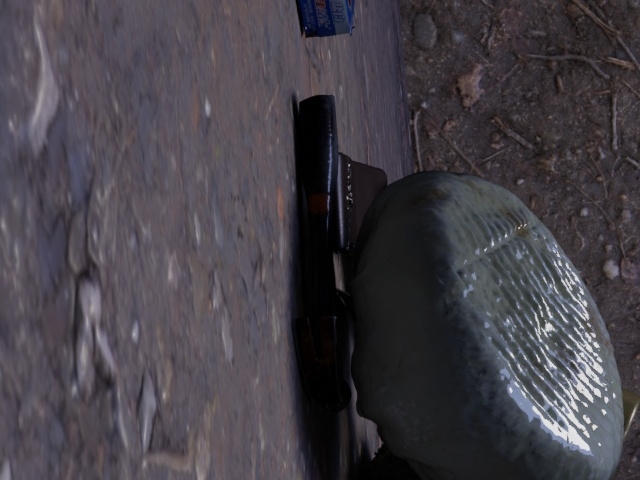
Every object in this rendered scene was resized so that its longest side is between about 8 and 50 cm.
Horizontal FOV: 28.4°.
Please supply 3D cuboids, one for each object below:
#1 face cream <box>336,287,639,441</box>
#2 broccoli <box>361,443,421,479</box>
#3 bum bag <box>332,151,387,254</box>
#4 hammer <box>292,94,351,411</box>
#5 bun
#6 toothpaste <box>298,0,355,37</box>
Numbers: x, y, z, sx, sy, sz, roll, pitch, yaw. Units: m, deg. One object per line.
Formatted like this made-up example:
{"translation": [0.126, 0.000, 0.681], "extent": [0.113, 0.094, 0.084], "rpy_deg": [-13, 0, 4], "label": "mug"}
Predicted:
{"translation": [0.176, 0.134, 1.388], "extent": [0.084, 0.341, 0.137], "rpy_deg": [-64, 167, -7], "label": "face cream"}
{"translation": [0.174, 0.390, 1.471], "extent": [0.252, 0.221, 0.361], "rpy_deg": [-42, -118, 52], "label": "broccoli"}
{"translation": [0.045, -0.036, 1.391], "extent": [0.159, 0.026, 0.109], "rpy_deg": [8, 76, -63], "label": "bum bag"}
{"translation": [0.000, 0.000, 1.139], "extent": [0.137, 0.037, 0.290], "rpy_deg": [68, 19, -71], "label": "hammer"}
{"translation": [0.143, 0.103, 1.205], "extent": [0.354, 0.194, 0.354], "rpy_deg": [39, 34, -34], "label": "bun"}
{"translation": [0.011, -0.306, 1.361], "extent": [0.272, 0.053, 0.066], "rpy_deg": [-84, 167, -53], "label": "toothpaste"}
